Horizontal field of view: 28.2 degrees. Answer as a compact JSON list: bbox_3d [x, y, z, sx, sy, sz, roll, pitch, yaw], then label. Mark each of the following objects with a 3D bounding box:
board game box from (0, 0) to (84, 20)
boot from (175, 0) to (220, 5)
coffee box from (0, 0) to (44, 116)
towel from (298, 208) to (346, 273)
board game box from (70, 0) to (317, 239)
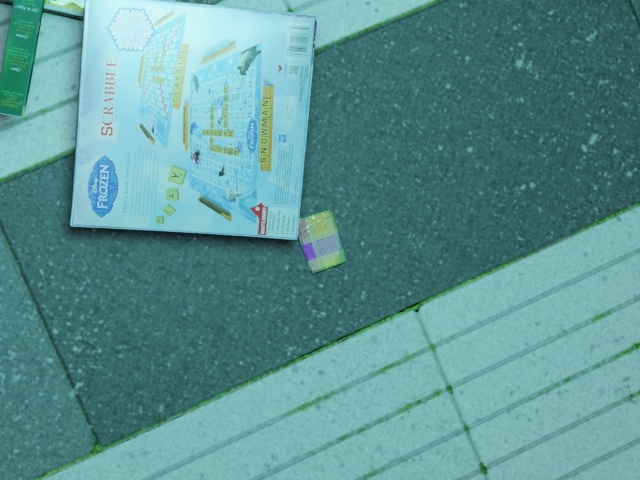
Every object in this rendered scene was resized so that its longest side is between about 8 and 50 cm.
[{"bbox_3d":[-0.335,-0.467,1.765,0.214,0.046,0.317,11,88,-12],"label":"board game box"},{"bbox_3d":[-0.172,-0.387,1.799,0.087,0.042,0.118,-8,91,-9],"label":"boot"},{"bbox_3d":[-0.396,-0.266,1.691,0.040,0.113,0.184,10,108,-14],"label":"coffee box"},{"bbox_3d":[0.000,0.000,1.847,0.060,0.009,0.083,-20,94,-11],"label":"towel"},{"bbox_3d":[-0.177,-0.169,1.761,0.318,0.066,0.318,4,98,-12],"label":"board game box"}]
